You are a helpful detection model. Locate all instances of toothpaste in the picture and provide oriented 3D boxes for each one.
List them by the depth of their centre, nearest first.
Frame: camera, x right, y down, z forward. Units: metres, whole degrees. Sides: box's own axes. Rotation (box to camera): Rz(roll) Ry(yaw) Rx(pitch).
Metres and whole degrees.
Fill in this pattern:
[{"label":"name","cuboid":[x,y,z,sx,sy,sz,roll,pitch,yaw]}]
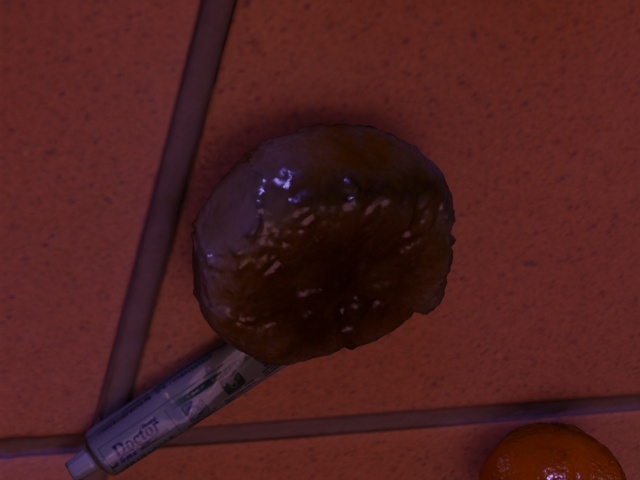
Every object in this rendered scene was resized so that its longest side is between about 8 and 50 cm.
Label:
[{"label":"toothpaste","cuboid":[-0.102,0.121,1.283,0.218,0.041,0.064,-33,131,0]}]

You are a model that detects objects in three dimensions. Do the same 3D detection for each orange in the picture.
[{"label":"orange","cuboid":[0.205,0.218,1.461,0.136,0.117,0.135,-4,172,-1]}]

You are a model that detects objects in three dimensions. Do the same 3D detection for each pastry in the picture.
[{"label":"pastry","cuboid":[0.000,0.000,1.178,0.193,0.093,0.182,-11,137,-19]}]
